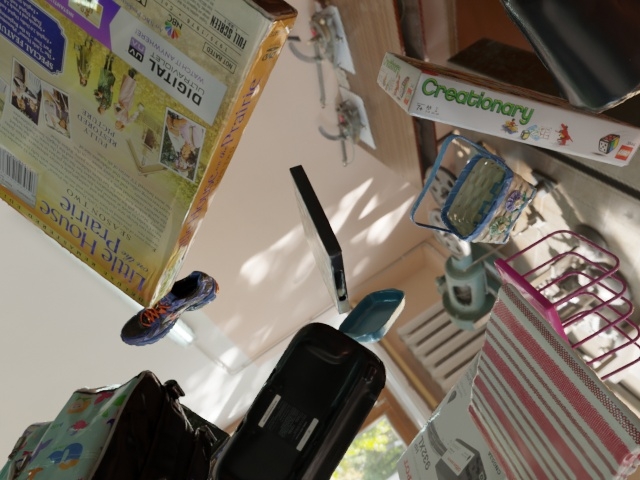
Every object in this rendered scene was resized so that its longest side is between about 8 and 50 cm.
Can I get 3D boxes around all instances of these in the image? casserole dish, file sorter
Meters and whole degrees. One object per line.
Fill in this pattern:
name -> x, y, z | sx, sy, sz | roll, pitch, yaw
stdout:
casserole dish -> 0.119, 0.168, 0.924 | 0.114, 0.188, 0.037 | -10, 110, 40
file sorter -> 0.568, 0.153, 0.951 | 0.291, 0.182, 0.202 | 56, -173, -25

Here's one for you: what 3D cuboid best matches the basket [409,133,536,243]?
basket -> 0.411, -0.127, 1.142 | 0.289, 0.255, 0.201 | 16, -158, -15

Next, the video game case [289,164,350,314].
video game case -> 0.000, 0.000, 0.988 | 0.248, 0.035, 0.275 | 80, 169, -52

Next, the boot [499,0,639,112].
boot -> 0.170, -0.178, 0.296 | 0.207, 0.246, 0.094 | 43, 131, -12

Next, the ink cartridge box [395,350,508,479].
ink cartridge box -> 0.275, 0.388, 0.721 | 0.129, 0.307, 0.223 | 25, -163, -10

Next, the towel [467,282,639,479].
towel -> 0.182, 0.148, 0.351 | 0.144, 0.029, 0.197 | -115, 16, -51

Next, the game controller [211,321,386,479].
game controller -> -0.033, 0.293, 0.664 | 0.166, 0.319, 0.067 | 31, 175, 9

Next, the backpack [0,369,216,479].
backpack -> -0.227, 0.297, 0.435 | 0.253, 0.191, 0.225 | -111, 2, -63

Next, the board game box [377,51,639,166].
board game box -> 0.244, -0.187, 0.581 | 0.193, 0.305, 0.053 | -99, 21, -59

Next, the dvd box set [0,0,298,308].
dvd box set -> -0.244, -0.141, 0.468 | 0.307, 0.420, 0.062 | 37, -143, 1

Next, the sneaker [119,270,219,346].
sneaker -> -0.323, 0.133, 0.887 | 0.083, 0.221, 0.087 | 41, 157, 25

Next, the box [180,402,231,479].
box -> -0.386, 0.561, 0.995 | 0.257, 0.322, 0.079 | 6, 130, 40
